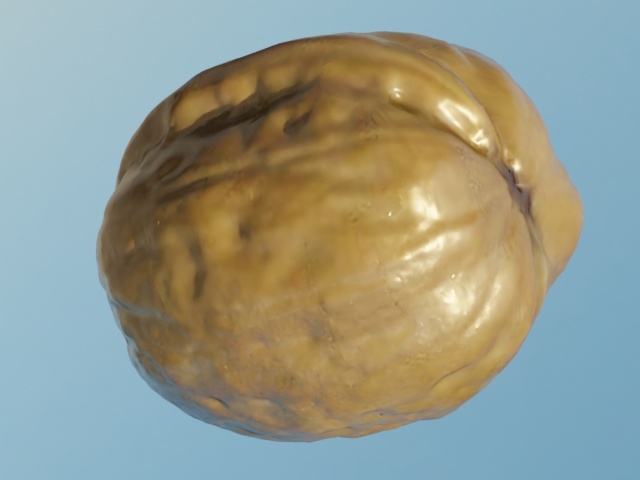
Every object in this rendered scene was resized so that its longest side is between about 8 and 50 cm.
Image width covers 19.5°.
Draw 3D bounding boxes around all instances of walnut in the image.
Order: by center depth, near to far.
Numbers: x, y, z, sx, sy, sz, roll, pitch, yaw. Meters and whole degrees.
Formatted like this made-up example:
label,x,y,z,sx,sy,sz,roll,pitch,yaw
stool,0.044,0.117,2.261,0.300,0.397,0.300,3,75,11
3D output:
label,x,y,z,sx,sy,sz,roll,pitch,yaw
walnut,0.002,0.003,1.326,0.343,0.306,0.306,-7,-148,31
